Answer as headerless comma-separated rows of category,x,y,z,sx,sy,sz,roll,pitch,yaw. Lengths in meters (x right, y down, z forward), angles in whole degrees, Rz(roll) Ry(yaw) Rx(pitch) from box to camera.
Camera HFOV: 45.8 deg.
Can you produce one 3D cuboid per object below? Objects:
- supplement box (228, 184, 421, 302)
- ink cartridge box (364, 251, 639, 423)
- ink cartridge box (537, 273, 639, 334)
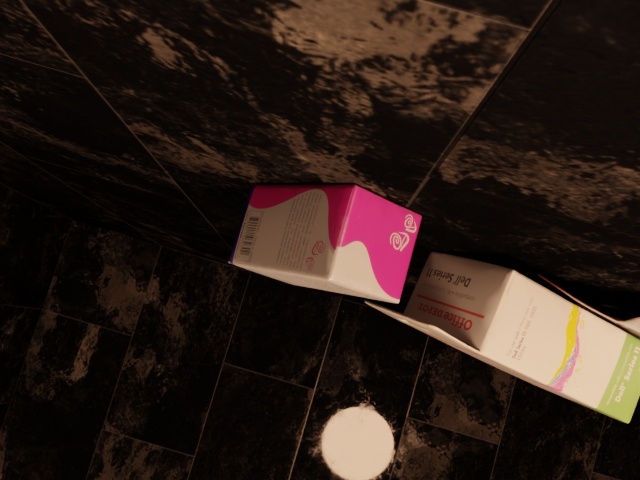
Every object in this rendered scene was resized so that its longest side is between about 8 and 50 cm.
supplement box,0.000,0.000,0.924,0.114,0.111,0.220,21,171,-34
ink cartridge box,0.261,0.118,1.056,0.353,0.119,0.207,26,175,-24
ink cartridge box,0.520,0.130,1.007,0.385,0.091,0.308,32,-175,40
